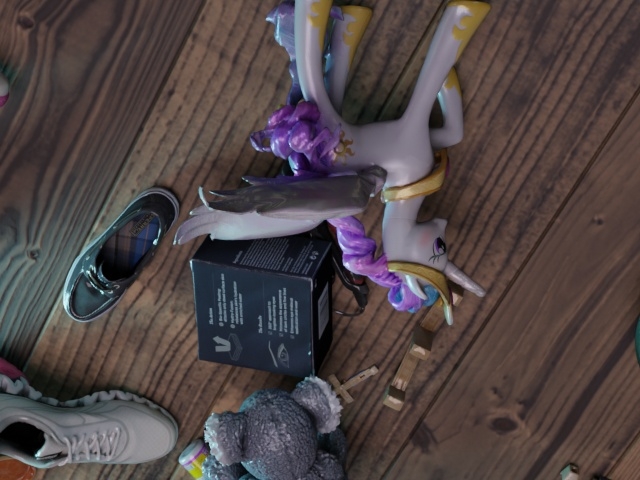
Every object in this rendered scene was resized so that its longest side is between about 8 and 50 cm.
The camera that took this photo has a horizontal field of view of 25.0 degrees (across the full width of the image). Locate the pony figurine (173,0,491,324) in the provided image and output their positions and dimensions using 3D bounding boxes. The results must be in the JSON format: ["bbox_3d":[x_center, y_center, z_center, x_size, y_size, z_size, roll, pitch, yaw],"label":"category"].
[{"bbox_3d":[0.025,-0.094,1.625,0.351,0.303,0.363,4,87,-12],"label":"pony figurine"}]

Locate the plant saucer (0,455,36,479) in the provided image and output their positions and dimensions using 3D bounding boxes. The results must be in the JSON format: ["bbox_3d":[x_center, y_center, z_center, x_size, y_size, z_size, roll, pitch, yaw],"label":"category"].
[{"bbox_3d":[-0.439,0.324,2.012,0.083,0.013,0.083,-13,140,-11],"label":"plant saucer"}]

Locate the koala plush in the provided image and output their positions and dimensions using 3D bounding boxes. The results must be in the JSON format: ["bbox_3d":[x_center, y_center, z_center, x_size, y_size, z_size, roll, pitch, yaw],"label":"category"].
[{"bbox_3d":[-0.046,0.271,1.799,0.196,0.203,0.221,-15,127,-10],"label":"koala plush"}]

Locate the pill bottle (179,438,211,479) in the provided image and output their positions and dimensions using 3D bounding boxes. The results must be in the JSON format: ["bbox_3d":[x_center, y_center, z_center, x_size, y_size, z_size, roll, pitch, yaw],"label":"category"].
[{"bbox_3d":[-0.151,0.313,1.964,0.043,0.043,0.083,-38,103,22],"label":"pill bottle"}]

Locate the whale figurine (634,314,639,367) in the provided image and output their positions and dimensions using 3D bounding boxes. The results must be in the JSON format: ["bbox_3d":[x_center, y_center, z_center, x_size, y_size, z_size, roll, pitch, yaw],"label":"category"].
[{"bbox_3d":[0.507,0.115,1.743,0.272,0.141,0.216,0,116,-17],"label":"whale figurine"}]

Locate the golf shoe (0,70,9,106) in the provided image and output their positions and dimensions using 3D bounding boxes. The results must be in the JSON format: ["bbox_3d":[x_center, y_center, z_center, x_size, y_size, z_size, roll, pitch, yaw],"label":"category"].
[{"bbox_3d":[-0.488,-0.280,1.727,0.306,0.115,0.140,38,110,-9],"label":"golf shoe"}]

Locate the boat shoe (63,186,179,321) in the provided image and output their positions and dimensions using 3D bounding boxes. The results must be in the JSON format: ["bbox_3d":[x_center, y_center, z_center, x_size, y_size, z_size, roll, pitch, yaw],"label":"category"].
[{"bbox_3d":[-0.261,0.029,1.841,0.080,0.076,0.228,42,113,-9],"label":"boat shoe"}]

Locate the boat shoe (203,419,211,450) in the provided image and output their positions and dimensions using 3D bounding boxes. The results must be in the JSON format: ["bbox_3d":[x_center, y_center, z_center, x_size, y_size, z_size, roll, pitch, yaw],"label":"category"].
[{"bbox_3d":[-0.108,0.299,1.953,0.049,0.040,0.142,-41,102,22],"label":"boat shoe"}]

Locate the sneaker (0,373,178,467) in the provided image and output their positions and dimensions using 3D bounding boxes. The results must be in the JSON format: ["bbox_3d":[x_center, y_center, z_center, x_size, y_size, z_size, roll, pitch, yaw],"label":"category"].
[{"bbox_3d":[-0.325,0.257,1.894,0.292,0.118,0.110,9,107,-22],"label":"sneaker"}]

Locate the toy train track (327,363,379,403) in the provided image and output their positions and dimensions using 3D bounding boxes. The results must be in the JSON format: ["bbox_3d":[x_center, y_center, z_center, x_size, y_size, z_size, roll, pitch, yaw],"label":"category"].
[{"bbox_3d":[0.040,0.189,1.896,0.083,0.014,0.048,-33,105,20],"label":"toy train track"}]

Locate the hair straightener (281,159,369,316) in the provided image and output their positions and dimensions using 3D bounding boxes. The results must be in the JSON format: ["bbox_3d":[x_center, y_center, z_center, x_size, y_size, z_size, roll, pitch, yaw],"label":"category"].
[{"bbox_3d":[0.000,0.000,1.812,0.089,0.047,0.230,-10,117,28],"label":"hair straightener"}]

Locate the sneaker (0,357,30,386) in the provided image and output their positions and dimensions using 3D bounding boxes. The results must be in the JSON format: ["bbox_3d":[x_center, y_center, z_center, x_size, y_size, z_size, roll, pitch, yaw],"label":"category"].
[{"bbox_3d":[-0.502,0.274,1.968,0.121,0.112,0.299,38,113,-8],"label":"sneaker"}]

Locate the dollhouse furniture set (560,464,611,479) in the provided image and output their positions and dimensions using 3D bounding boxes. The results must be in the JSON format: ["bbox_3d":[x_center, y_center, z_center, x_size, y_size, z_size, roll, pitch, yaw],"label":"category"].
[{"bbox_3d":[0.343,0.367,1.872,0.091,0.114,0.081,23,119,-4],"label":"dollhouse furniture set"}]

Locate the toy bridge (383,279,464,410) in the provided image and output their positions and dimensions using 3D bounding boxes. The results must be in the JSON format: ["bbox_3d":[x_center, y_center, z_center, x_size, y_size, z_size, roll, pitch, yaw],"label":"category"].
[{"bbox_3d":[0.129,0.129,1.828,0.026,0.063,0.188,26,113,-2],"label":"toy bridge"}]

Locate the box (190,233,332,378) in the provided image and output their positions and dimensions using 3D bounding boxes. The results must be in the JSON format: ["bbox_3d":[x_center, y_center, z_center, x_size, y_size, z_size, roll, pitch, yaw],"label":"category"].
[{"bbox_3d":[-0.070,0.075,1.799,0.158,0.093,0.156,9,124,13],"label":"box"}]
